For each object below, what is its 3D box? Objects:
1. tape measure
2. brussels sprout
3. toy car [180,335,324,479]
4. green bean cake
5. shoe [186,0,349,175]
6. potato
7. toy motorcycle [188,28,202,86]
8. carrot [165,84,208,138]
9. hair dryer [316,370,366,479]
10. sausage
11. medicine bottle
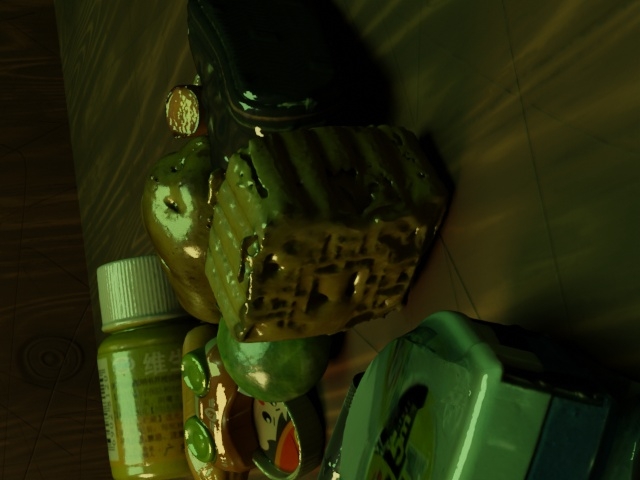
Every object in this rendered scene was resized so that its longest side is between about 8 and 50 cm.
[{"bbox_3d":[0.118,0.186,0.828,0.262,0.138,0.259,-130,56,-69],"label":"tape measure"},{"bbox_3d":[-0.063,0.126,1.342,0.180,0.144,0.161,-129,36,-57],"label":"brussels sprout"},{"bbox_3d":[-0.080,0.245,1.457,0.235,0.145,0.235,23,122,42],"label":"toy car"},{"bbox_3d":[0.000,0.000,1.051,0.229,0.224,0.131,106,147,-47],"label":"green bean cake"},{"bbox_3d":[-0.065,-0.168,1.253,0.384,0.171,0.237,-115,20,-50],"label":"shoe"},{"bbox_3d":[-0.169,0.006,1.466,0.369,0.195,0.176,94,-169,-56],"label":"potato"},{"bbox_3d":[-0.172,-0.328,1.604,0.152,0.073,0.225,-157,65,-67],"label":"toy motorcycle"},{"bbox_3d":[-0.128,-0.182,1.394,0.072,0.205,0.072,6,102,32],"label":"carrot"},{"bbox_3d":[0.039,0.355,1.147,0.284,0.156,0.320,-106,30,-51],"label":"hair dryer"},{"bbox_3d":[-0.165,0.286,1.625,0.112,0.112,0.328,112,156,-50],"label":"sausage"},{"bbox_3d":[-0.285,0.226,1.815,0.224,0.224,0.384,152,110,-67],"label":"medicine bottle"}]
